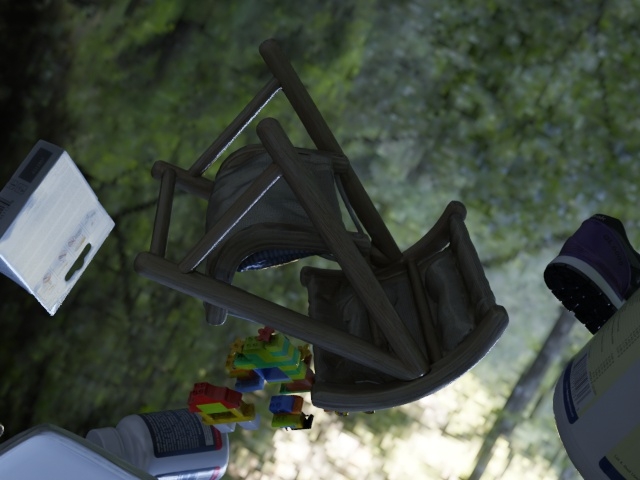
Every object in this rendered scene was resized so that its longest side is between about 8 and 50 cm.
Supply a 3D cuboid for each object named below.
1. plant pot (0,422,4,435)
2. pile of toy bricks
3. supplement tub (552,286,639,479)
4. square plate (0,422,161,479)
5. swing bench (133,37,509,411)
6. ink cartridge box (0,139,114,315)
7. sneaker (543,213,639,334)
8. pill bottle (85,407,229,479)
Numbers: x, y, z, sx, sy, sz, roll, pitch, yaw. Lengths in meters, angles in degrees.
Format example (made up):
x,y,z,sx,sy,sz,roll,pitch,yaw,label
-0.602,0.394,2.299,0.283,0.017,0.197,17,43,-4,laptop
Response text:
x,y,z,sx,sy,sz,roll,pitch,yaw,label
-0.440,0.157,1.538,0.165,0.167,0.167,62,-161,14,plant pot
-0.039,0.122,1.491,0.212,0.118,0.105,-10,142,30,pile of toy bricks
0.407,0.118,1.448,0.235,0.325,0.235,21,-140,-19,supplement tub
-0.270,0.303,1.459,0.344,0.347,0.049,36,-147,-42,square plate
0.000,0.000,1.217,0.255,0.165,0.253,40,-166,-15,swing bench
-0.421,-0.017,2.261,0.066,0.189,0.232,25,161,21,ink cartridge box
0.405,0.088,1.844,0.283,0.124,0.107,51,153,-23,sneaker
-0.227,0.289,2.038,0.180,0.108,0.108,-3,-155,-32,pill bottle
